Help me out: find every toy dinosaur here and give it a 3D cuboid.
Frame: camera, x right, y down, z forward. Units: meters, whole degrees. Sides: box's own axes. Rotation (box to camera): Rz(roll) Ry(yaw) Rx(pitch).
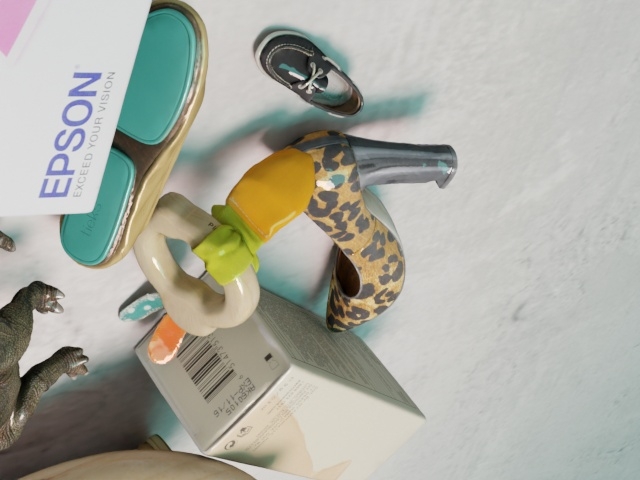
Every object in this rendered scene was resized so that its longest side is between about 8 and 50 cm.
[{"bbox_3d":[-0.256,0.087,0.759,0.160,0.121,0.313,-60,164,-54],"label":"toy dinosaur"}]

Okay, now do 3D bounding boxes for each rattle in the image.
[{"bbox_3d":[-0.095,0.013,0.932,0.199,0.130,0.142,108,4,-55],"label":"rattle"}]

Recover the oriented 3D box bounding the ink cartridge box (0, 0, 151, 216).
[{"bbox_3d":[-0.238,-0.155,0.567,0.330,0.071,0.324,-7,128,-43],"label":"ink cartridge box"}]

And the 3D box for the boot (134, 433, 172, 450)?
[{"bbox_3d":[-0.245,0.327,1.120,0.204,0.095,0.262,-16,142,-32],"label":"boot"}]

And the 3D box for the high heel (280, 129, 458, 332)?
[{"bbox_3d":[0.000,0.000,1.020,0.186,0.093,0.261,0,134,-29],"label":"high heel"}]

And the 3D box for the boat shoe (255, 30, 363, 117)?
[{"bbox_3d":[-0.006,-0.135,0.879,0.046,0.038,0.125,-48,147,9],"label":"boat shoe"}]

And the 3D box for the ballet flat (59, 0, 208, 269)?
[{"bbox_3d":[-0.136,-0.083,0.794,0.232,0.080,0.073,-59,172,29],"label":"ballet flat"}]

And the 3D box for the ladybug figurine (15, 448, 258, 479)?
[{"bbox_3d":[-0.216,0.346,0.989,0.450,0.305,0.162,-23,-170,-2],"label":"ladybug figurine"}]

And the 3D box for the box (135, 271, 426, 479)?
[{"bbox_3d":[-0.029,0.151,1.091,0.121,0.148,0.311,-46,146,7],"label":"box"}]
